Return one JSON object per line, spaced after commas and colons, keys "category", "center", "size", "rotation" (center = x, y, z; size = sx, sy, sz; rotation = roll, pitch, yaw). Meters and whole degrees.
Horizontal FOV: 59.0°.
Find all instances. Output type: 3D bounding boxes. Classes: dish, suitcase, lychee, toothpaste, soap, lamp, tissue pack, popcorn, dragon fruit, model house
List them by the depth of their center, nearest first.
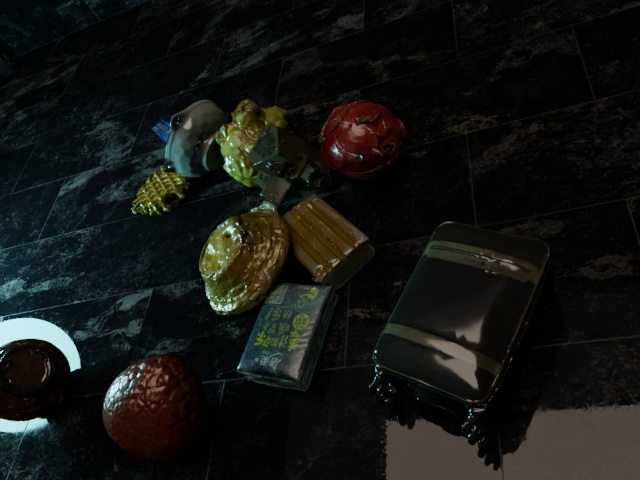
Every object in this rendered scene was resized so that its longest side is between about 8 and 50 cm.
{"category": "suitcase", "center": [0.293, 0.165, 1.167], "size": [0.283, 0.194, 0.434], "rotation": [15, 63, 37]}
{"category": "lychee", "center": [-0.391, 0.404, 1.345], "size": [0.255, 0.255, 0.300], "rotation": [38, 113, 43]}
{"category": "tissue pack", "center": [-0.078, 0.229, 1.400], "size": [0.185, 0.081, 0.257], "rotation": [2, 57, 31]}
{"category": "soap", "center": [0.000, 0.000, 1.528], "size": [0.173, 0.089, 0.274], "rotation": [-42, 46, -4]}
{"category": "dragon fruit", "center": [0.116, -0.283, 1.593], "size": [0.252, 0.241, 0.241], "rotation": [28, 72, 24]}
{"category": "lamp", "center": [-0.841, 0.397, 1.612], "size": [0.247, 0.247, 0.247], "rotation": [-15, 50, 19]}
{"category": "model house", "center": [-0.077, -0.192, 1.620], "size": [0.204, 0.211, 0.243], "rotation": [-59, 36, 6]}
{"category": "popcorn", "center": [-0.205, -0.315, 1.808], "size": [0.252, 0.215, 0.286], "rotation": [25, 57, -7]}
{"category": "dish", "center": [-0.382, -0.321, 1.891], "size": [0.120, 0.303, 0.303], "rotation": [29, 71, 17]}
{"category": "toothpaste", "center": [-0.526, -0.376, 2.122], "size": [0.066, 0.076, 0.320], "rotation": [-48, 48, -12]}

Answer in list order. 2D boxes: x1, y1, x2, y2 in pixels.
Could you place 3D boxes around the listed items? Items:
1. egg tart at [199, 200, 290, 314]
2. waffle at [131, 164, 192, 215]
{"category": "egg tart", "center": [-0.229, 0.041, 1.541], "size": [0.341, 0.129, 0.341], "rotation": [-31, 44, 36]}
{"category": "waffle", "center": [-0.560, -0.188, 2.017], "size": [0.228, 0.051, 0.232], "rotation": [-9, 51, 27]}
